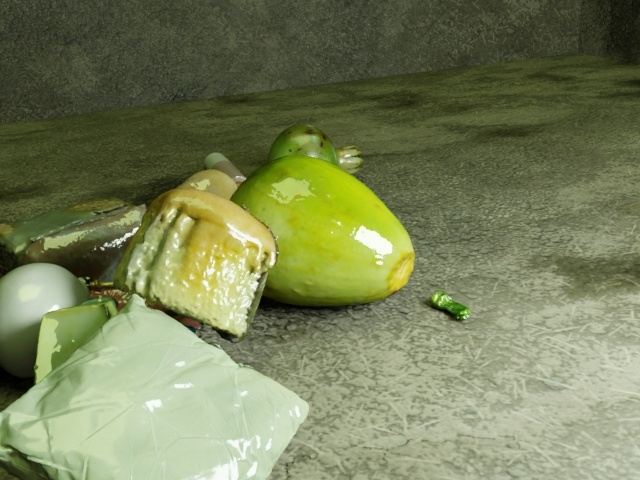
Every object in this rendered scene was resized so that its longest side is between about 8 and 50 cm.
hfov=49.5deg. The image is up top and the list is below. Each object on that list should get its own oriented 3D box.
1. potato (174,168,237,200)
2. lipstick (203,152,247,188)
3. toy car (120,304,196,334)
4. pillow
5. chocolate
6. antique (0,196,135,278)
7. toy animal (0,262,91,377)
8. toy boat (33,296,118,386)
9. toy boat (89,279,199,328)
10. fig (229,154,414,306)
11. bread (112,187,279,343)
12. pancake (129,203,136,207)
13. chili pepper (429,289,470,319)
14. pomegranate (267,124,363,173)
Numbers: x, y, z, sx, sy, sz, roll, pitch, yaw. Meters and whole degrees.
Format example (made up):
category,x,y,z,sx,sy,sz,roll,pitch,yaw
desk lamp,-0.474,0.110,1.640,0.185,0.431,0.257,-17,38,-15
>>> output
category,x,y,z,sx,sy,sz,roll,pitch,yaw
potato,-0.278,-0.095,1.613,0.178,0.118,0.109,-36,1,-30
lipstick,-0.249,-0.170,1.829,0.070,0.070,0.254,-12,24,-17
toy car,-0.220,0.169,0.977,0.100,0.097,0.191,5,20,-40
pillow,-0.181,0.202,0.789,0.280,0.076,0.274,30,39,7
chocolate,-0.410,0.046,1.274,0.261,0.161,0.083,-25,49,-32
antique,-0.497,0.003,1.401,0.284,0.125,0.150,-24,31,-37
toy animal,-0.474,0.122,1.066,0.234,0.165,0.187,-5,28,-7
toy boat,-0.312,0.166,0.903,0.111,0.084,0.276,-10,45,-4
toy boat,-0.294,0.102,1.167,0.317,0.099,0.141,-2,20,15
fig,0.000,0.000,1.179,0.326,0.258,0.258,22,30,14
bread,-0.200,0.013,1.041,0.261,0.162,0.204,15,73,27
pancake,-0.511,-0.057,1.674,0.151,0.025,0.152,-4,22,2
chili pepper,0.215,0.109,1.140,0.030,0.034,0.091,-46,35,-8
pomegranate,-0.018,-0.213,1.779,0.240,0.159,0.190,6,25,13
